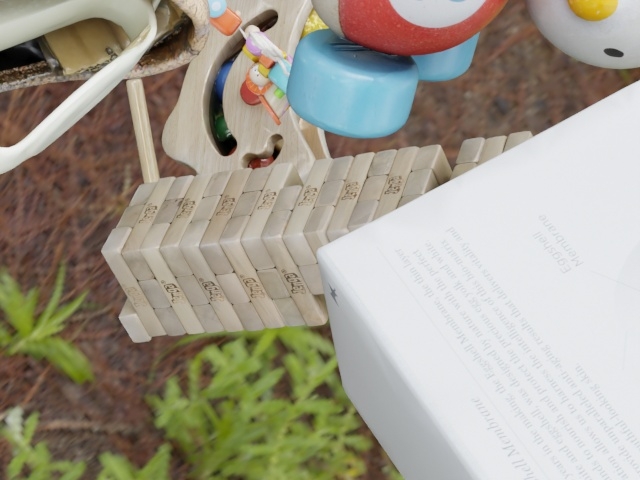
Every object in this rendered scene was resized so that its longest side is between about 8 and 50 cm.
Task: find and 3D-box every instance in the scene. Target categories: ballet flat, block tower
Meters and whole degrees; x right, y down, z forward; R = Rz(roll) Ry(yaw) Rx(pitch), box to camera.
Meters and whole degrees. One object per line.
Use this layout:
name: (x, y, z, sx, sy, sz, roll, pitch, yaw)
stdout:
ballet flat: (-0.165, -0.065, 0.652, 0.316, 0.107, 0.106, -26, 81, -35)
block tower: (0.000, 0.000, 1.276, 0.097, 0.335, 0.091, 64, 32, -33)

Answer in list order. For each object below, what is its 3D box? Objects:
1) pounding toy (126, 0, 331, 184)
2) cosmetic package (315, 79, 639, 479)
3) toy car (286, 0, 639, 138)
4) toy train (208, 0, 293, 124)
pounding toy: (-0.062, -0.108, 1.490, 0.155, 0.154, 0.269, 40, 66, -57)
cosmetic package: (0.152, 0.066, 0.803, 0.225, 0.138, 0.224, -27, 56, -13)
toy car: (0.132, -0.155, 0.970, 0.238, 0.219, 0.210, 22, 30, 15)
toy train: (-0.060, -0.145, 1.369, 0.046, 0.166, 0.125, -49, 126, 5)
